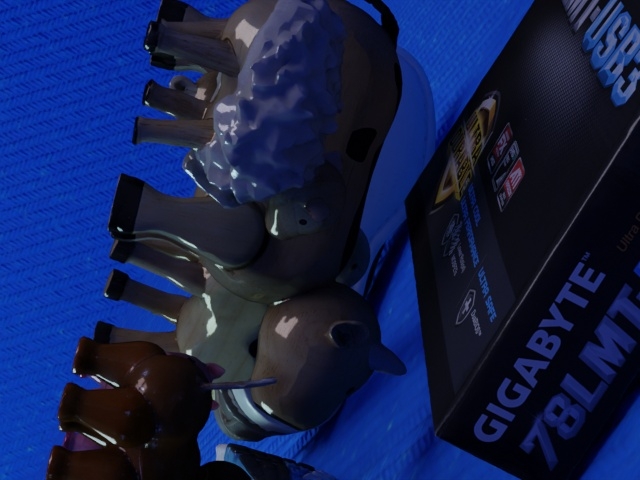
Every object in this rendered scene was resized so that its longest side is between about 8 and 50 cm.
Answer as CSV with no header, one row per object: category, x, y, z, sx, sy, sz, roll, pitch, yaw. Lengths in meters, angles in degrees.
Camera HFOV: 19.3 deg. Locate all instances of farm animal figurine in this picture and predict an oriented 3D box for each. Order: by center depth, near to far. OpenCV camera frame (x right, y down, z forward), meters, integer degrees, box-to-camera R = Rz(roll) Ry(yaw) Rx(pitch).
farm animal figurine,-0.030,0.009,1.032,0.330,0.172,0.326,-94,18,-75

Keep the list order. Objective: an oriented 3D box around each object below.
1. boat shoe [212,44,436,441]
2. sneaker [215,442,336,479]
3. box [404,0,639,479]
boat shoe,-0.004,-0.002,1.310,0.091,0.109,0.305,-33,34,60
sneaker,-0.040,0.174,1.180,0.190,0.071,0.083,128,162,-79
box,0.145,-0.073,0.880,0.293,0.073,0.295,-60,10,20
